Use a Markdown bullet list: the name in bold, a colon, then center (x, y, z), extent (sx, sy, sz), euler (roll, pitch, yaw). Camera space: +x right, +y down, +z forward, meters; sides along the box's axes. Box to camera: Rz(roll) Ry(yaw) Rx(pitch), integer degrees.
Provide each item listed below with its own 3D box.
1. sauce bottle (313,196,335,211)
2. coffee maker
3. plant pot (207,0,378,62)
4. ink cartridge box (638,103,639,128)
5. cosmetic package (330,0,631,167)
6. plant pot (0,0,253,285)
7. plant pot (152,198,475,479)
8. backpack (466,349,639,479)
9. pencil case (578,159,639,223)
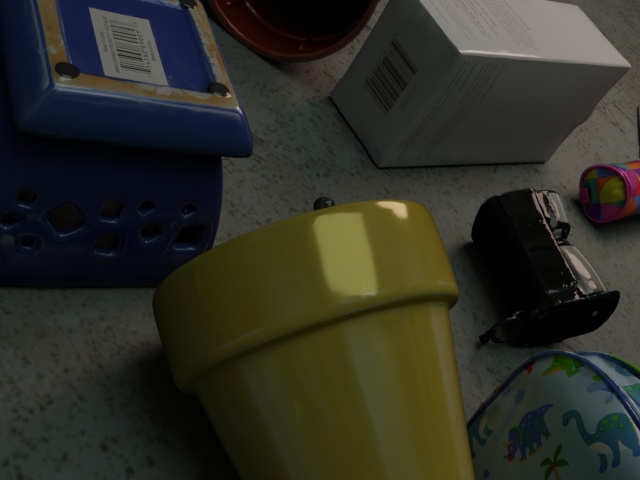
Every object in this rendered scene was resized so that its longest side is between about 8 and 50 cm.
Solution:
- **sauce bottle**: center (0.000, 0.000, 0.922), extent (0.042, 0.042, 0.128), euler (21, 44, -16)
- **coffee maker**: center (0.257, 0.029, 1.011), extent (0.171, 0.120, 0.178), euler (4, 48, -30)
- **plant pot**: center (0.002, -0.423, 1.188), extent (0.272, 0.272, 0.265), euler (37, 32, 3)
- **ink cartridge box**: center (0.716, -0.175, 1.582), extent (0.206, 0.045, 0.208), euler (31, 41, -5)
- **cosmetic package**: center (0.239, -0.232, 1.182), extent (0.385, 0.217, 0.156), euler (-6, 55, -40)
- **plant pot**: center (-0.205, -0.110, 0.759), extent (0.236, 0.212, 0.236), euler (4, 49, -33)
- **plant pot**: center (0.014, 0.124, 0.673), extent (0.254, 0.254, 0.239), euler (-7, 70, -38)
- **backpack**: center (0.269, 0.255, 0.685), extent (0.273, 0.290, 0.355), euler (25, 32, -10)
- **pencil case**: center (0.514, -0.086, 1.320), extent (0.236, 0.104, 0.104), euler (-8, 56, -41)
